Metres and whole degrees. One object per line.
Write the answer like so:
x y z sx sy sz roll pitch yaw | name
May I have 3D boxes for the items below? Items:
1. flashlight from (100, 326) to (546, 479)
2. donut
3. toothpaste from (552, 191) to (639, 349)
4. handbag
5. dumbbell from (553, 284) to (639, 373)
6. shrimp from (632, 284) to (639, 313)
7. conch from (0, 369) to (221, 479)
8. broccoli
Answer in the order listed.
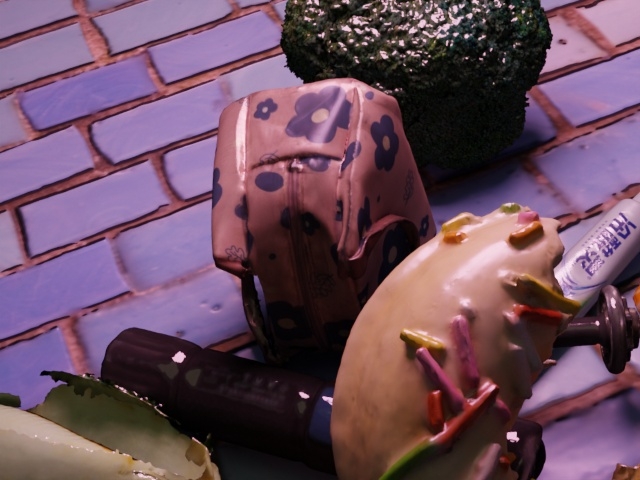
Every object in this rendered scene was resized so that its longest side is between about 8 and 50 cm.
-0.011 0.161 1.119 0.424 0.103 0.103 11 47 23 | flashlight
0.175 0.169 0.924 0.371 0.150 0.307 41 75 -2 | donut
0.243 0.045 1.225 0.075 0.048 0.297 33 61 29 | toothpaste
0.000 0.000 1.177 0.190 0.251 0.193 -6 52 14 | handbag
0.202 0.084 1.119 0.255 0.110 0.110 -3 43 4 | dumbbell
0.346 0.073 1.187 0.091 0.025 0.127 -5 41 3 | shrimp
-0.206 0.182 1.093 0.251 0.137 0.143 -12 8 1 | conch
0.093 -0.219 1.377 0.298 0.297 0.297 -19 19 -9 | broccoli
